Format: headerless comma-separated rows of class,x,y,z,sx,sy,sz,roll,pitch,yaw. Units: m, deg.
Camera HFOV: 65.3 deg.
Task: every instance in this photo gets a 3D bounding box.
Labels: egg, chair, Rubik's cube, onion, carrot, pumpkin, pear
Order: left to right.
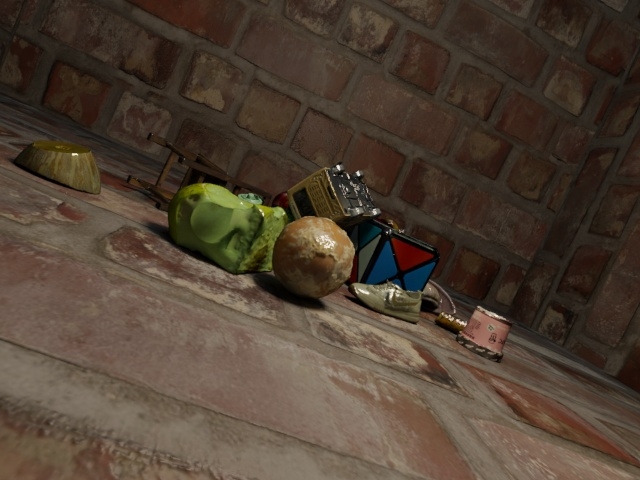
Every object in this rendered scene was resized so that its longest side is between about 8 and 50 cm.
pumpkin,-0.673,-0.209,1.314,0.217,0.110,0.217,25,10,-5
chair,-0.410,-0.183,1.748,0.240,0.203,0.416,31,7,37
pear,-0.240,-0.046,1.256,0.281,0.176,0.286,24,3,14
onion,-0.089,-0.121,2.275,0.273,0.285,0.273,46,-19,21
egg,-0.020,0.039,1.196,0.203,0.203,0.245,25,-5,2
Rubik's cube,0.233,0.078,1.782,0.246,0.248,0.250,23,5,-23
carrot,0.508,0.309,1.723,0.228,0.069,0.069,24,5,14

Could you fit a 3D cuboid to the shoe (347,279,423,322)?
shoe,0.205,0.172,1.529,0.274,0.098,0.103,20,2,-32

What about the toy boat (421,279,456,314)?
toy boat,0.395,0.188,1.984,0.293,0.111,0.276,36,1,-39

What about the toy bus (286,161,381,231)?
toy bus,0.050,-0.122,1.607,0.177,0.201,0.365,67,21,8

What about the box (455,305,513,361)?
box,0.529,0.292,1.591,0.151,0.135,0.151,25,3,-2

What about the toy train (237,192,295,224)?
toy train,-0.222,-0.045,1.543,0.369,0.150,0.237,30,18,37

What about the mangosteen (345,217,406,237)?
mangosteen,0.229,0.008,2.277,0.297,0.293,0.297,35,-3,2

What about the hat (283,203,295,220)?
hat,0.000,0.000,1.948,0.332,0.242,0.274,50,5,-32
